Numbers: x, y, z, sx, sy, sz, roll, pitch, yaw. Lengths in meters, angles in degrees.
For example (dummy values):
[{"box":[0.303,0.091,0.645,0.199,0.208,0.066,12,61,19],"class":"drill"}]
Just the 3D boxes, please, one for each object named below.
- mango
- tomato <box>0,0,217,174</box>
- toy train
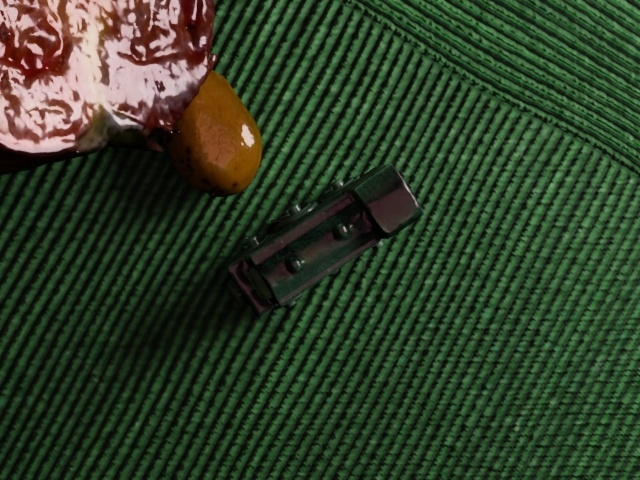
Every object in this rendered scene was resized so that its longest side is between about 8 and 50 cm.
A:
[{"box":[-0.092,-0.091,1.518,0.079,0.057,0.114,-19,93,-4],"class":"mango"},{"box":[-0.238,-0.188,1.427,0.309,0.170,0.309,15,69,-44],"class":"tomato"},{"box":[0.000,0.000,1.516,0.170,0.111,0.071,-34,95,-10],"class":"toy train"}]
